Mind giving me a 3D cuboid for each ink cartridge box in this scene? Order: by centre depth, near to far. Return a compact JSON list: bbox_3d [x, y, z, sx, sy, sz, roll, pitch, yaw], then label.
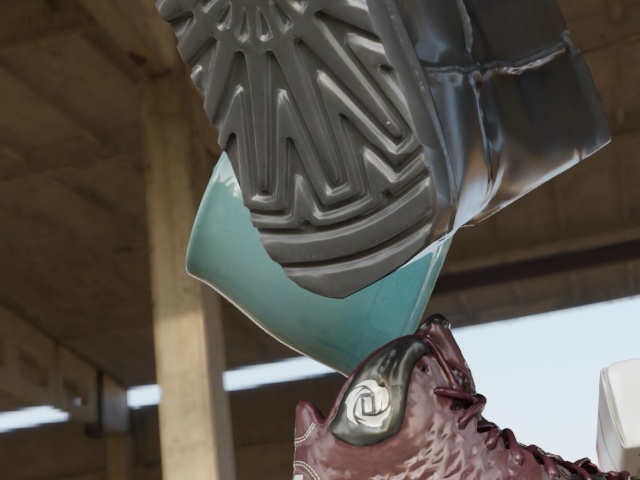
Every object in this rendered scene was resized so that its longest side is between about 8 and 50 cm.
[{"bbox_3d":[0.480,0.256,1.453,0.207,0.117,0.283,-11,-32,6],"label":"ink cartridge box"}]

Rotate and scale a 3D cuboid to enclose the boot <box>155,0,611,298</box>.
[{"bbox_3d":[0.063,-0.185,0.725,0.146,0.367,0.445,-10,7,30],"label":"boot"}]

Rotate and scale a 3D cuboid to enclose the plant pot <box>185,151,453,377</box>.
[{"bbox_3d":[0.000,0.000,1.197,0.255,0.271,0.271,21,-23,3],"label":"plant pot"}]

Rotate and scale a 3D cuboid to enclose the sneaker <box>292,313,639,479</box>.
[{"bbox_3d":[0.111,0.118,0.633,0.281,0.162,0.106,-5,-15,7],"label":"sneaker"}]
